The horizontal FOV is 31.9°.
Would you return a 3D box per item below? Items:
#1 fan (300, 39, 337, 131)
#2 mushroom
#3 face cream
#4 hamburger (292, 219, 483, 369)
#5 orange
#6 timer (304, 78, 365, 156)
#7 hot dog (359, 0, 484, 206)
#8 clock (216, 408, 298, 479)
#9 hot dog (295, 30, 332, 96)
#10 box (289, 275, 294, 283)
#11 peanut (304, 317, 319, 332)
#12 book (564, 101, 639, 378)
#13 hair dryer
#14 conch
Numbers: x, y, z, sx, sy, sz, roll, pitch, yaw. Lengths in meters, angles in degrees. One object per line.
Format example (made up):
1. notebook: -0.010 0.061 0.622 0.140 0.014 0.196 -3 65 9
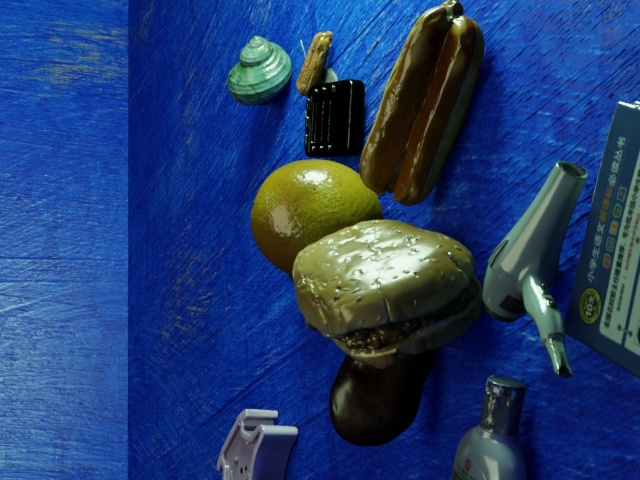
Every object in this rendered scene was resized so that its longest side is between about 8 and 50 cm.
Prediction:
1. fan: -0.015 -0.320 2.332 0.182 0.010 0.310 117 149 -41
2. mushroom: 0.093 0.226 1.803 0.227 0.148 0.217 -60 -3 -12
3. face cream: 0.225 0.329 1.516 0.144 0.071 0.291 -154 71 -66
4. hamburger: 0.093 0.063 1.662 0.283 0.259 0.144 21 136 59
5. orange: -0.005 -0.035 1.962 0.236 0.236 0.236 -174 90 -68
6. timer: 0.029 -0.232 2.154 0.187 0.055 0.144 6 94 63
7. hot dog: 0.165 -0.215 1.746 0.135 0.100 0.337 27 115 18
8. clock: -0.122 0.487 2.313 0.275 0.080 0.290 -107 30 -43
9. hot dog: -0.010 -0.359 2.273 0.062 0.038 0.144 -112 39 -55
10. box: 0.000 0.000 2.168 0.160 0.050 0.230 -124 45 -57
11. peanut: 0.016 0.112 2.070 0.076 0.076 0.152 -114 37 -51
12. book: 0.412 0.029 1.177 0.428 0.039 0.300 -142 60 -64
13. hair dryer: 0.291 0.023 1.376 0.267 0.092 0.229 -128 52 -71
14. conch: -0.137 -0.375 2.505 0.188 0.122 0.176 -46 19 51
